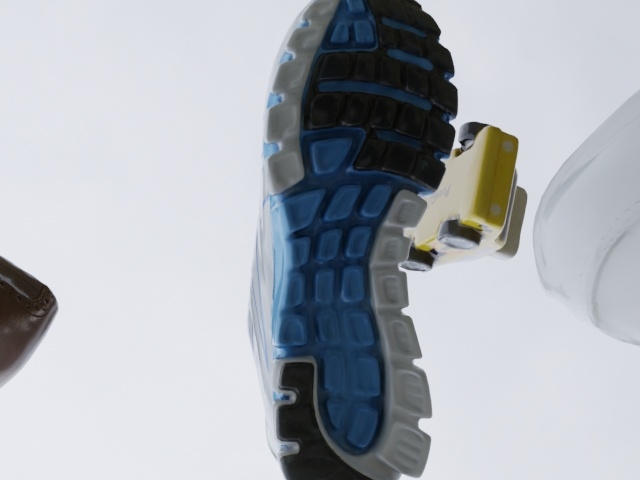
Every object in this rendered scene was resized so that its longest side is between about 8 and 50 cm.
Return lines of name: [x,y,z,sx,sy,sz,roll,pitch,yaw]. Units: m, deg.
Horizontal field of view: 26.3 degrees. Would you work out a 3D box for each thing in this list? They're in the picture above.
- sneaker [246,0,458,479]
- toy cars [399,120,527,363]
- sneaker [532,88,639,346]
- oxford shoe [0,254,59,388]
sneaker: [0.000,0.000,0.499,0.071,0.083,0.191,8,-95,-18]
toy cars: [0.088,0.056,1.196,0.087,0.394,0.176,18,-148,-14]
sneaker: [0.202,0.005,0.342,0.114,0.305,0.152,64,-152,-45]
oxford shoe: [-0.326,-0.014,0.841,0.363,0.130,0.133,35,-136,12]
